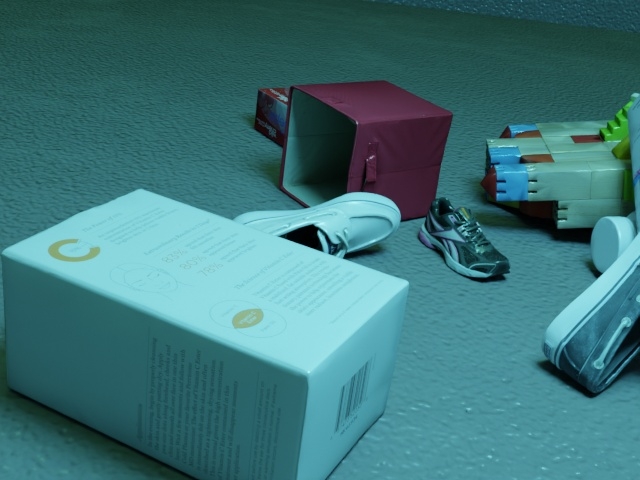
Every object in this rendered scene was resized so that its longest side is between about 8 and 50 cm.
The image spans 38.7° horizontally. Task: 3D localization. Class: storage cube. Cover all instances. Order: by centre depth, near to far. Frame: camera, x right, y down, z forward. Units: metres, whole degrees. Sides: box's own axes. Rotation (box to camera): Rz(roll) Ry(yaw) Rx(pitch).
[{"bbox_3d":[0.069,-0.145,1.472,0.193,0.183,0.215,-10,30,-33],"label":"storage cube"}]

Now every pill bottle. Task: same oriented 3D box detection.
[{"bbox_3d":[0.503,0.009,1.343,0.187,0.112,0.112,1,26,-13],"label":"pill bottle"}]

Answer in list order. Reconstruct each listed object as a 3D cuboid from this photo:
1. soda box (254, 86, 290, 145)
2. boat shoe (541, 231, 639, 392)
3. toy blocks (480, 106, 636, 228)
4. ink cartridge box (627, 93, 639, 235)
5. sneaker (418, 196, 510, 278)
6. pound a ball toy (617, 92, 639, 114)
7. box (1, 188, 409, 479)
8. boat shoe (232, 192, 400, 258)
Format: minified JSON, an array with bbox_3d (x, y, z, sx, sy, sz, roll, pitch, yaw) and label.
[{"bbox_3d":[-0.021,-0.210,1.703,0.092,0.083,0.263,-9,29,-32],"label":"soda box"},{"bbox_3d":[0.401,0.056,1.079,0.301,0.108,0.102,-42,48,-4],"label":"boat shoe"},{"bbox_3d":[0.394,-0.117,1.542,0.261,0.190,0.381,-2,22,6],"label":"toy blocks"},{"bbox_3d":[0.555,-0.087,1.276,0.202,0.117,0.278,11,58,-6],"label":"ink cartridge box"},{"bbox_3d":[0.208,-0.008,1.341,0.072,0.077,0.178,-13,32,-34],"label":"sneaker"},{"bbox_3d":[0.706,-0.174,1.717,0.208,0.135,0.319,-40,40,-9],"label":"pound a ball toy"},{"bbox_3d":[-0.118,0.097,0.928,0.345,0.168,0.215,19,28,23],"label":"box"},{"bbox_3d":[0.000,0.000,1.273,0.258,0.095,0.084,-12,34,-15],"label":"boat shoe"}]
